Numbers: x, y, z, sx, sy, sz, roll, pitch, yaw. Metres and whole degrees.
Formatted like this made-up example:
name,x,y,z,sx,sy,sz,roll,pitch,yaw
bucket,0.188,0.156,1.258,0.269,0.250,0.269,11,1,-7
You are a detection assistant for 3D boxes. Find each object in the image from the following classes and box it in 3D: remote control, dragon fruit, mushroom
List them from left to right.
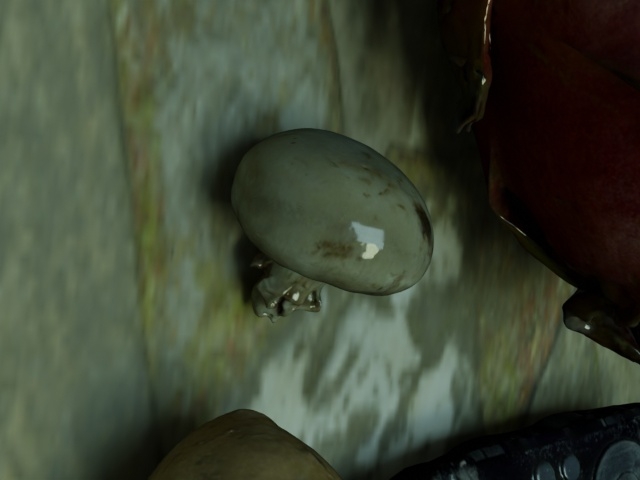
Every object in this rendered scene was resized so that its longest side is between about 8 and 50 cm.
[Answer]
name,x,y,z,sx,sy,sz,roll,pitch,yaw
mushroom,0.000,0.000,0.453,0.085,0.085,0.079,8,116,-46
remote control,0.101,0.138,0.577,0.266,0.066,0.090,-3,82,-42
dragon fruit,0.165,-0.099,0.504,0.250,0.250,0.315,10,89,-46

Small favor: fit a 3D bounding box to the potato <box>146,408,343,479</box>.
name,x,y,z,sx,sy,sz,roll,pitch,yaw
potato,-0.028,0.138,0.405,0.112,0.112,0.147,5,96,-46
